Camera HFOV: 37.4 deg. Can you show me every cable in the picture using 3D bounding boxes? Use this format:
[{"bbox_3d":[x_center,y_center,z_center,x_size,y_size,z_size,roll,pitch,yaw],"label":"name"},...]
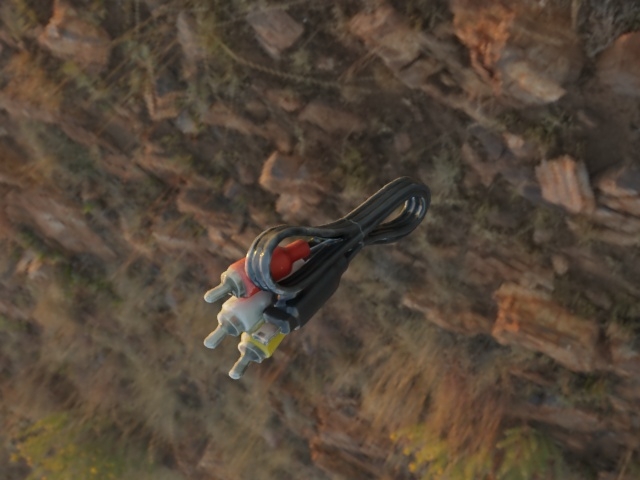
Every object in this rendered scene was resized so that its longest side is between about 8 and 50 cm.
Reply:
[{"bbox_3d":[0.000,0.000,0.887,0.072,0.287,0.139,20,138,31],"label":"cable"}]
